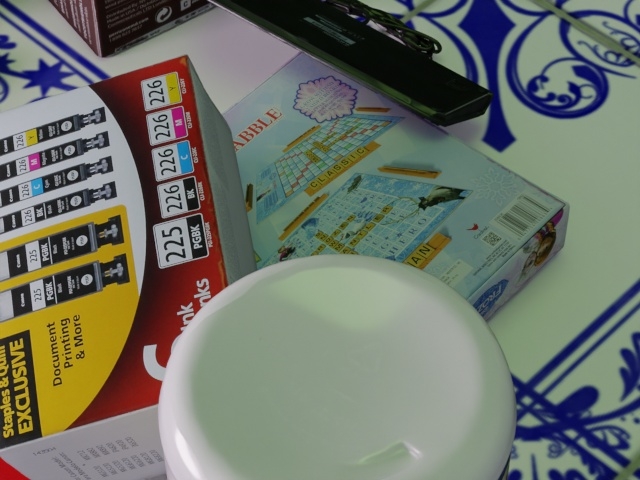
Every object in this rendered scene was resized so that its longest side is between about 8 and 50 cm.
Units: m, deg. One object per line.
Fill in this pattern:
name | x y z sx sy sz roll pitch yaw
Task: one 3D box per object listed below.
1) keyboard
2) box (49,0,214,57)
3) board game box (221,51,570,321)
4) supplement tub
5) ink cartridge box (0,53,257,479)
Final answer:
keyboard | 0.023 -0.199 1.733 0.317 0.033 0.201 31 28 19
box | -0.211 -0.329 1.804 0.168 0.167 0.203 -29 55 -21
board game box | 0.000 0.000 1.591 0.318 0.066 0.319 34 58 26
supplement tub | 0.012 0.192 1.264 0.235 0.325 0.235 0 50 0
ink cartridge box | -0.193 0.040 1.455 0.272 0.130 0.309 -17 59 8
